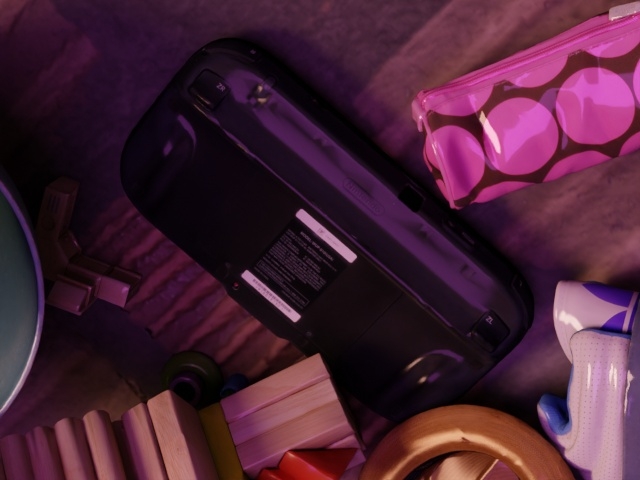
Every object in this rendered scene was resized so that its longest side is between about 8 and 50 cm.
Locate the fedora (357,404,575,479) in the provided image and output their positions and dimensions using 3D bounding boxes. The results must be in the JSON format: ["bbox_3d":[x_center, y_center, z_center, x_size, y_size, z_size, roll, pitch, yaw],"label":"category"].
[{"bbox_3d":[0.118,0.210,1.010,0.194,0.079,0.194,3,95,31],"label":"fedora"}]

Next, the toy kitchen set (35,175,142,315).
[{"bbox_3d":[-0.179,0.007,1.024,0.083,0.068,0.075,20,111,4],"label":"toy kitchen set"}]

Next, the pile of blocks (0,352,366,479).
[{"bbox_3d":[-0.125,0.192,0.959,0.362,0.112,0.149,-9,139,-17],"label":"pile of blocks"}]

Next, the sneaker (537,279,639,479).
[{"bbox_3d":[0.278,0.064,0.900,0.236,0.130,0.322,28,122,5],"label":"sneaker"}]

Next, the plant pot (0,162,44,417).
[{"bbox_3d":[-0.341,0.004,0.973,0.290,0.195,0.290,-3,111,-7],"label":"plant pot"}]

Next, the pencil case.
[{"bbox_3d":[0.163,-0.097,0.906,0.209,0.095,0.098,-23,137,16],"label":"pencil case"}]

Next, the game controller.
[{"bbox_3d":[0.000,0.000,0.997,0.319,0.067,0.166,41,126,-3],"label":"game controller"}]

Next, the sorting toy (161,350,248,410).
[{"bbox_3d":[-0.085,0.133,1.060,0.061,0.042,0.102,-41,96,21],"label":"sorting toy"}]
